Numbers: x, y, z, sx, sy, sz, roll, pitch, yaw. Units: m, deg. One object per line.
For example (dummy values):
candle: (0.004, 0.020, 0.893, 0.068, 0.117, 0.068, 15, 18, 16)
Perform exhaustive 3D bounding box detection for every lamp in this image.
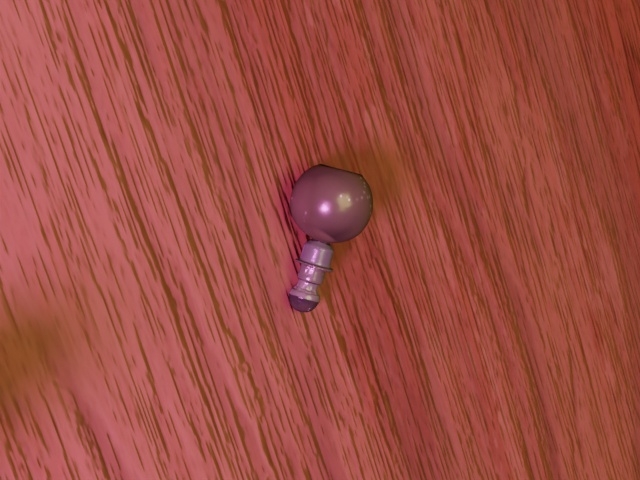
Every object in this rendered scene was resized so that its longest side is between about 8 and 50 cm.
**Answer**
lamp: (0.000, 0.000, 1.237, 0.091, 0.091, 0.163, 15, 93, -38)
